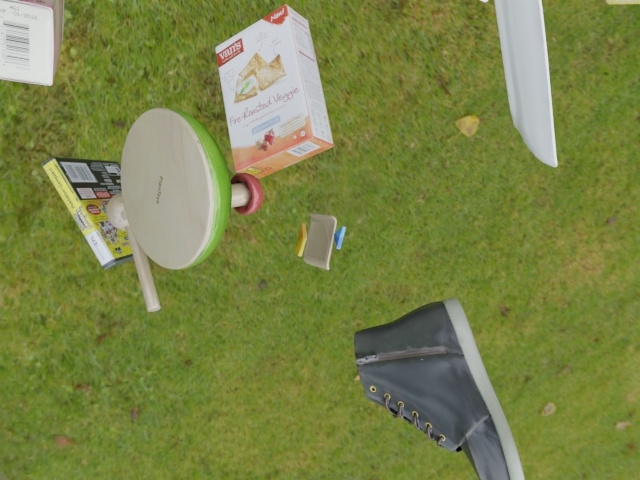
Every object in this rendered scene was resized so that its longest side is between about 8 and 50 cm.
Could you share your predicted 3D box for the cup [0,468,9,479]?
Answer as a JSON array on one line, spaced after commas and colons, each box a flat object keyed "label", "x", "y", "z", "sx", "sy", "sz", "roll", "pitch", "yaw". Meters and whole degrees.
[{"label": "cup", "x": -0.274, "y": 0.324, "z": 0.330, "sx": 0.237, "sy": 0.331, "sz": 0.330, "roll": 23, "pitch": 129, "yaw": 23}]

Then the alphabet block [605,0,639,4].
[{"label": "alphabet block", "x": 0.527, "y": -0.452, "z": 0.753, "sx": 0.194, "sy": 0.192, "sz": 0.197, "roll": -26, "pitch": 119, "yaw": -13}]

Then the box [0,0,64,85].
[{"label": "box", "x": -0.559, "y": -0.413, "z": 1.039, "sx": 0.127, "sy": 0.232, "sz": 0.148, "roll": 4, "pitch": 128, "yaw": -22}]

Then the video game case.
[{"label": "video game case", "x": -0.469, "y": -0.068, "z": 1.241, "sx": 0.035, "sy": 0.275, "sz": 0.248, "roll": -30, "pitch": 92, "yaw": 9}]

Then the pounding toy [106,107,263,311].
[{"label": "pounding toy", "x": -0.157, "y": -0.048, "z": 0.675, "sx": 0.110, "sy": 0.182, "sz": 0.237, "roll": -12, "pitch": 154, "yaw": -46}]

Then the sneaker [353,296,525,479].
[{"label": "sneaker", "x": 0.110, "y": 0.173, "z": 0.524, "sx": 0.118, "sy": 0.221, "sz": 0.083, "roll": -19, "pitch": 150, "yaw": 7}]

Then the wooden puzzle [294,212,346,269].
[{"label": "wooden puzzle", "x": 0.000, "y": 0.000, "z": 0.759, "sx": 0.014, "sy": 0.116, "sz": 0.078, "roll": 5, "pitch": 101, "yaw": -30}]

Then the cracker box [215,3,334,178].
[{"label": "cracker box", "x": -0.079, "y": -0.237, "z": 0.898, "sx": 0.156, "sy": 0.232, "sz": 0.067, "roll": -19, "pitch": 164, "yaw": 30}]

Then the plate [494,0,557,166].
[{"label": "plate", "x": 0.237, "y": -0.253, "z": 0.658, "sx": 0.045, "sy": 0.277, "sz": 0.277, "roll": -8, "pitch": 113, "yaw": 22}]
